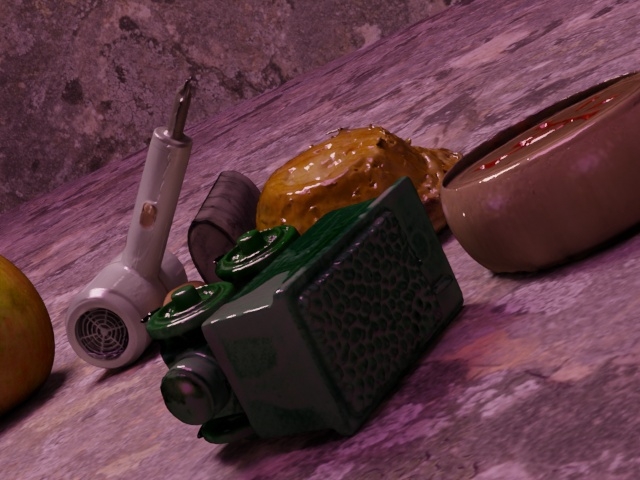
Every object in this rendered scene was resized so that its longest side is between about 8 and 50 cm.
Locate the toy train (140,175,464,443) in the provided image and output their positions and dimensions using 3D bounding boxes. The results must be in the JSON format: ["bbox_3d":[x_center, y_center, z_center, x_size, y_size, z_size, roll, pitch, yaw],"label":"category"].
[{"bbox_3d":[-0.020,0.068,1.273,0.202,0.145,0.266,-16,17,36],"label":"toy train"}]

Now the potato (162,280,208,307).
[{"bbox_3d":[-0.150,0.079,1.762,0.083,0.062,0.068,13,59,40],"label":"potato"}]

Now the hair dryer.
[{"bbox_3d":[-0.205,-0.031,1.764,0.108,0.357,0.173,18,23,6],"label":"hair dryer"}]

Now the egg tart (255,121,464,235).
[{"bbox_3d":[0.025,-0.045,1.661,0.295,0.116,0.295,-22,22,9],"label":"egg tart"}]

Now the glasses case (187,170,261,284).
[{"bbox_3d":[-0.115,-0.013,1.922,0.060,0.114,0.299,-25,11,9],"label":"glasses case"}]

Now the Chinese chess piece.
[{"bbox_3d":[0.232,-0.064,1.368,0.250,0.103,0.250,-28,9,5],"label":"Chinese chess piece"}]

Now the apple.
[{"bbox_3d":[-0.463,0.125,1.856,0.246,0.226,0.246,-27,9,5],"label":"apple"}]
